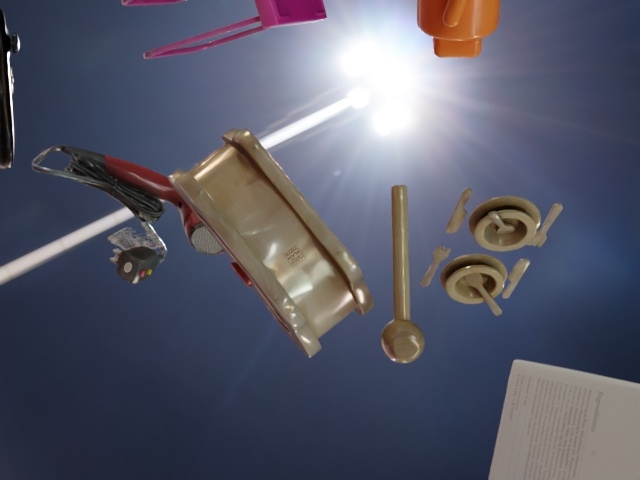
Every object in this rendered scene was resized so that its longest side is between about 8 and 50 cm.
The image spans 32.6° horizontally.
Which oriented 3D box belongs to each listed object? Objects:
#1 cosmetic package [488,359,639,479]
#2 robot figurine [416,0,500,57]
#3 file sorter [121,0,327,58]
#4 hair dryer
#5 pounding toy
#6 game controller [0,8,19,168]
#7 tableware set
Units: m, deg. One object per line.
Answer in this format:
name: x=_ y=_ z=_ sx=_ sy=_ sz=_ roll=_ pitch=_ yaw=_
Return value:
cosmetic package: x=0.296 y=0.217 z=1.113 sx=0.184 sy=0.151 sz=0.151 roll=7 pitch=-97 yaw=51
robot figurine: x=0.208 y=-0.383 z=1.633 sx=0.128 sy=0.158 sz=0.219 roll=24 pitch=-51 yaw=36
file sorter: x=-0.140 y=-0.366 z=1.243 sx=0.202 sy=0.182 sz=0.290 roll=-41 pitch=115 yaw=-70
hair dryer: x=-0.190 y=-0.070 z=1.376 sx=0.223 sy=0.294 sz=0.080 roll=51 pitch=-55 yaw=16
pounding toy: x=0.000 y=0.000 z=0.986 sx=0.269 sy=0.155 sz=0.154 roll=51 pitch=-7 yaw=6
game controller: x=-0.373 y=-0.165 z=1.238 sx=0.319 sy=0.067 sz=0.166 roll=-166 pitch=-116 yaw=-71
tableware set: x=0.211 y=0.021 z=1.360 sx=0.194 sy=0.128 sz=0.039 roll=110 pitch=-15 yaw=-47
